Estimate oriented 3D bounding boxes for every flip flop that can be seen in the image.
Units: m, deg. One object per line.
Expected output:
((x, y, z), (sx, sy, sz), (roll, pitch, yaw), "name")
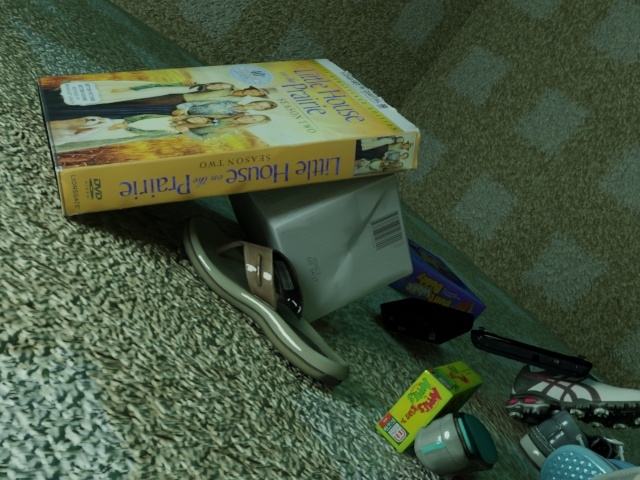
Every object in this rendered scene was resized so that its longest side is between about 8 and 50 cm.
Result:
((-0.058, 0.058, 0.873), (0.277, 0.080, 0.112), (43, 12, 23), "flip flop")

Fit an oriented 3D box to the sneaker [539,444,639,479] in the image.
((0.473, 0.414, 1.007), (0.208, 0.127, 0.319), (23, 19, -48), "sneaker")

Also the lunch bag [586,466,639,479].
((0.222, 0.279, 0.313), (0.256, 0.213, 0.305), (49, 45, -17), "lunch bag")

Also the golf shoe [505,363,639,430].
((0.446, 0.257, 1.244), (0.273, 0.120, 0.105), (-10, -37, 45), "golf shoe")

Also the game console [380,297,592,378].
((0.290, 0.167, 1.271), (0.362, 0.043, 0.213), (15, 6, 23), "game console")

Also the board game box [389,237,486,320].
((0.211, 0.060, 1.732), (0.347, 0.078, 0.233), (31, 13, -34), "board game box")

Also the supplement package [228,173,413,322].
((-0.021, -0.058, 1.052), (0.293, 0.175, 0.177), (51, -18, 49), "supplement package")

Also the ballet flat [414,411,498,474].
((0.155, 0.239, 0.846), (0.213, 0.068, 0.072), (39, 29, -62), "ballet flat")

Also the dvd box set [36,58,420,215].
((-0.129, -0.151, 0.927), (0.421, 0.062, 0.307), (-9, 33, -20), "dvd box set")

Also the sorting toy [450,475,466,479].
((0.183, 0.318, 0.677), (0.132, 0.046, 0.274), (28, 15, -41), "sorting toy")

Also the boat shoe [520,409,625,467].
((0.471, 0.378, 1.210), (0.320, 0.099, 0.116), (33, 12, -25), "boat shoe")

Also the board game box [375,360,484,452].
((0.140, 0.201, 0.896), (0.043, 0.092, 0.181), (44, 12, 21), "board game box")
